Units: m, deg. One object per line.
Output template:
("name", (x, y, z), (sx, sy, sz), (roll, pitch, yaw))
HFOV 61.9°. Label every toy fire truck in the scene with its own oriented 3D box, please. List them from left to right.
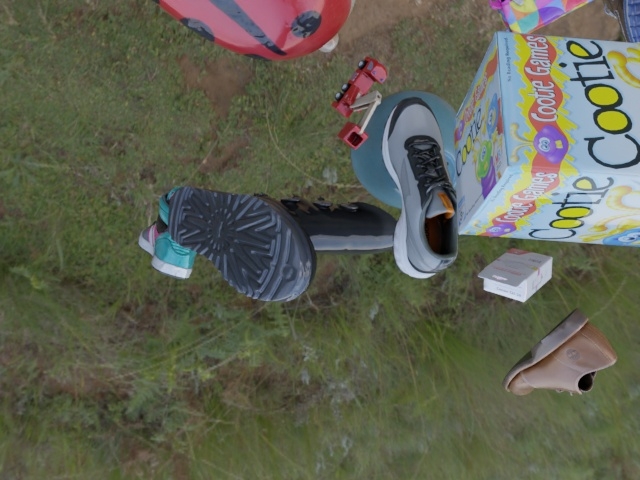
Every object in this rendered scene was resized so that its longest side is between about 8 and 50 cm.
("toy fire truck", (0.090, -0.305, 1.170), (0.047, 0.135, 0.192), (31, 99, -39))

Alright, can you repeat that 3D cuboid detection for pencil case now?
("pencil case", (0.449, -0.473, 1.007), (0.236, 0.104, 0.104), (-24, 129, 24))

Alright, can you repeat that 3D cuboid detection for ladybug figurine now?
("ladybug figurine", (-0.132, -0.392, 0.705), (0.449, 0.161, 0.305), (31, 146, -33))

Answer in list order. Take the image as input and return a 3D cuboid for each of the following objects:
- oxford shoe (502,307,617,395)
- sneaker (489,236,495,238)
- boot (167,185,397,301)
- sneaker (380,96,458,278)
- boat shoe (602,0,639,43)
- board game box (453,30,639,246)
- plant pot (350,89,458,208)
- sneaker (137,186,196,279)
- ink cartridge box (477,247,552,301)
("oxford shoe", (0.280, 0.159, 0.642), (0.076, 0.076, 0.212), (-37, 158, -18))
("sneaker", (0.457, -0.116, 1.312), (0.118, 0.222, 0.083), (-11, 156, 38))
("boot", (-0.001, -0.001, 1.006), (0.445, 0.367, 0.146), (6, 106, -45))
("sneaker", (0.159, -0.082, 0.786), (0.100, 0.271, 0.108), (-4, 174, -17))
("boat shoe", (0.396, -0.314, 0.671), (0.066, 0.066, 0.183), (-3, 88, -5))
("board game box", (0.283, -0.084, 0.506), (0.275, 0.142, 0.144), (4, 158, -1))
("plant pot", (0.230, -0.187, 1.262), (0.290, 0.195, 0.290), (-3, 119, -6))
("sneaker", (-0.339, -0.039, 1.235), (0.124, 0.295, 0.178), (20, 96, -31))
("ink cartridge box", (0.503, 0.093, 1.386), (0.198, 0.115, 0.067), (-25, 119, -39))
